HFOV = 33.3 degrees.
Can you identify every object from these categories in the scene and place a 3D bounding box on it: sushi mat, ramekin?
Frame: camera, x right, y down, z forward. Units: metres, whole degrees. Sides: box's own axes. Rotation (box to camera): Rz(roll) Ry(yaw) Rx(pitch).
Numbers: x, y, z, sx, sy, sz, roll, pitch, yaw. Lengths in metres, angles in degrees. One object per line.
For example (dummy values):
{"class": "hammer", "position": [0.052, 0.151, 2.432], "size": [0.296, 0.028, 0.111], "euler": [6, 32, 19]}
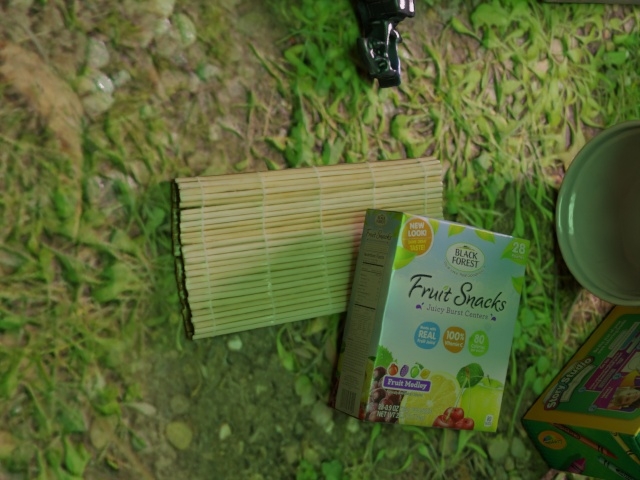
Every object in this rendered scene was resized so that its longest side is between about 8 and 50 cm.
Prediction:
{"class": "sushi mat", "position": [0.000, 0.000, 1.070], "size": [0.316, 0.019, 0.151], "euler": [-8, 92, -32]}
{"class": "ramekin", "position": [0.380, -0.028, 1.207], "size": [0.109, 0.207, 0.207], "euler": [4, 85, -41]}

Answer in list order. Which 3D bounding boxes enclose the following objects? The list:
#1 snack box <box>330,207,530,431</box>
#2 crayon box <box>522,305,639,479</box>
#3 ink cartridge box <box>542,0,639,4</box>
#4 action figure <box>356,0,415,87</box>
{"class": "snack box", "position": [0.114, 0.083, 1.091], "size": [0.174, 0.070, 0.207], "euler": [10, 89, -33]}
{"class": "crayon box", "position": [0.378, 0.146, 1.212], "size": [0.278, 0.165, 0.081], "euler": [-43, 110, -26]}
{"class": "ink cartridge box", "position": [0.352, -0.427, 1.258], "size": [0.201, 0.117, 0.278], "euler": [-7, 90, -32]}
{"class": "action figure", "position": [0.084, -0.325, 1.033], "size": [0.330, 0.178, 0.341], "euler": [-16, 101, -57]}
